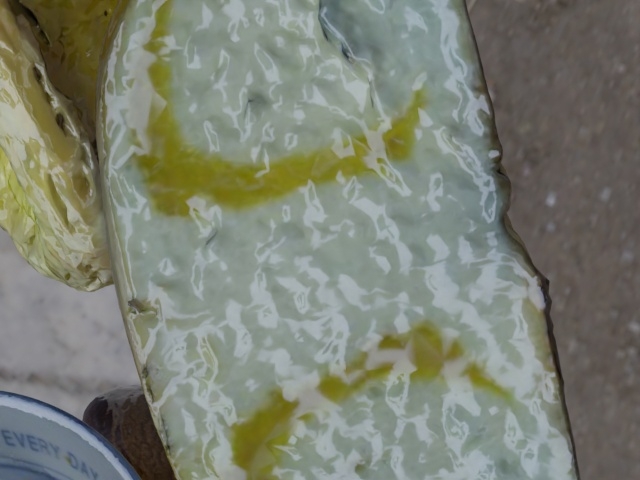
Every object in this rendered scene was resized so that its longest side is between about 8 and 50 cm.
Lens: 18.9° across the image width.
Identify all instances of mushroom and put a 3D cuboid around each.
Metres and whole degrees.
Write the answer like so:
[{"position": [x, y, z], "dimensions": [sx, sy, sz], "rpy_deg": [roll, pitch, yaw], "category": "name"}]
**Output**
[{"position": [-0.111, 0.206, 1.480], "dimensions": [0.138, 0.231, 0.194], "rpy_deg": [-4, 134, -6], "category": "mushroom"}]

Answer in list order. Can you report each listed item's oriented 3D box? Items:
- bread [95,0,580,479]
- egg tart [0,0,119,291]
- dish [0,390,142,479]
[{"position": [0.000, 0.000, 0.401], "dimensions": [0.083, 0.094, 0.157], "rpy_deg": [-14, 112, 1], "category": "bread"}, {"position": [-0.173, -0.133, 1.096], "dimensions": [0.345, 0.132, 0.345], "rpy_deg": [54, 166, 20], "category": "egg tart"}, {"position": [-0.176, 0.222, 0.956], "dimensions": [0.273, 0.273, 0.134], "rpy_deg": [3, 154, 21], "category": "dish"}]
